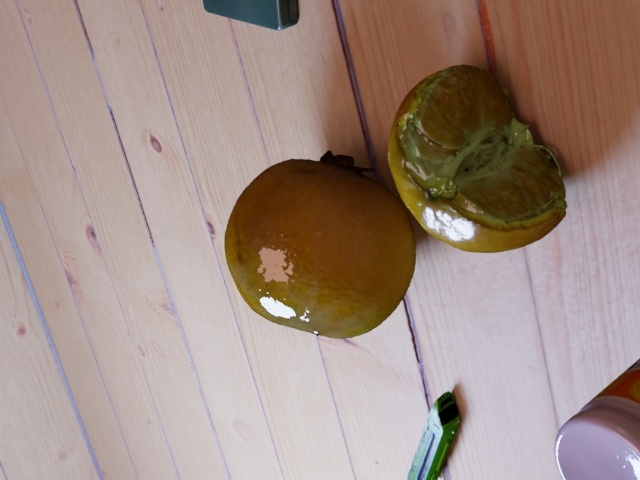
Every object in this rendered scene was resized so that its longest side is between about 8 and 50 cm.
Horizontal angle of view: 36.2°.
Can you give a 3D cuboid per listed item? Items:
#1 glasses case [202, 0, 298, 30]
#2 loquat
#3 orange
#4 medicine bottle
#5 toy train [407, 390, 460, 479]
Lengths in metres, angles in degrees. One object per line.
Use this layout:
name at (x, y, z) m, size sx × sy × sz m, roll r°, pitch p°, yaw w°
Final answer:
glasses case at (-0.110, -0.369, 1.466) m, size 0.184 × 0.039 × 0.077 m, roll 24°, pitch 131°, yaw 41°
loquat at (0.000, 0.000, 1.408) m, size 0.275 × 0.275 × 0.274 m, roll 30°, pitch 134°, yaw 37°
orange at (0.177, -0.083, 1.178) m, size 0.237 × 0.179 × 0.158 m, roll 53°, pitch 141°, yaw 10°
medicine bottle at (0.375, 0.190, 1.054) m, size 0.133 × 0.250 × 0.133 m, roll 30°, pitch 134°, yaw 38°
toy train at (0.186, 0.322, 1.557) m, size 0.042 × 0.044 × 0.209 m, roll 40°, pitch 140°, yaw 28°
